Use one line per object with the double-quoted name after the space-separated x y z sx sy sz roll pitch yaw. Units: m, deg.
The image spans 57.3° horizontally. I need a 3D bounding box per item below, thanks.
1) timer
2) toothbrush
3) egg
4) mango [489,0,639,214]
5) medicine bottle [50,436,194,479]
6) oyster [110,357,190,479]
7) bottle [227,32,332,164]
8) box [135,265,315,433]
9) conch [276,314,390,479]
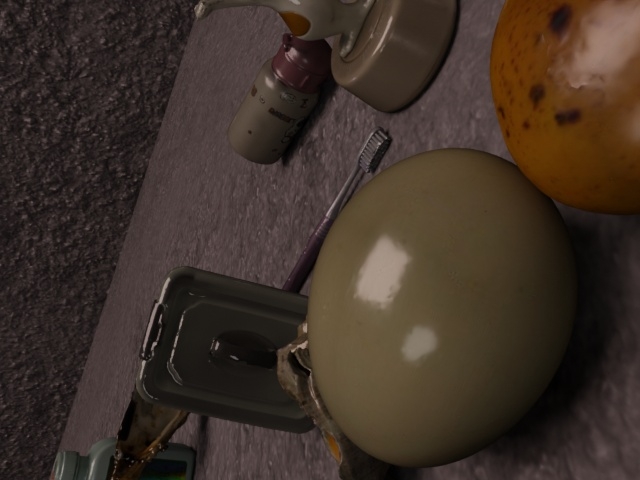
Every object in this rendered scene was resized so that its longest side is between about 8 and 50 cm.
0.001 -0.274 0.681 0.175 0.266 0.175 -40 43 50 "timer"
0.000 0.000 0.809 0.354 0.024 0.029 -59 38 26 "toothbrush"
0.083 0.052 0.431 0.186 0.186 0.241 -139 58 -62 "egg"
0.210 -0.153 0.335 0.290 0.160 0.191 -61 20 17 "mango"
-0.346 0.412 1.027 0.083 0.229 0.121 -2 74 64 "medicine bottle"
-0.287 0.272 1.050 0.078 0.129 0.345 -48 20 52 "oyster"
-0.062 -0.238 0.969 0.233 0.110 0.110 -49 36 40 "bottle"
-0.096 0.128 0.713 0.130 0.227 0.162 -170 95 -78 "box"
0.017 0.161 0.555 0.130 0.155 0.207 -24 71 31 "conch"
